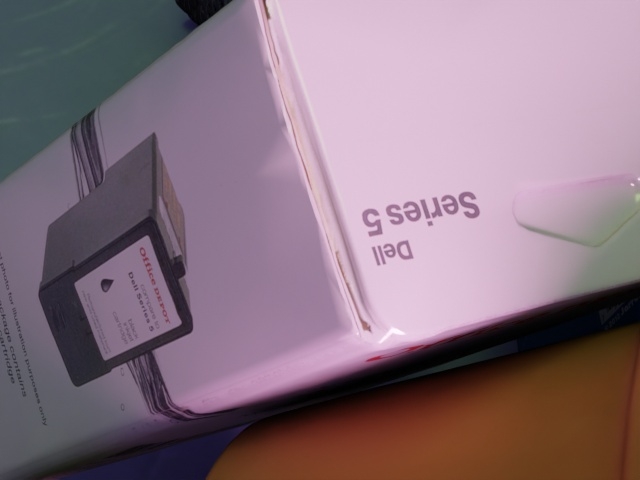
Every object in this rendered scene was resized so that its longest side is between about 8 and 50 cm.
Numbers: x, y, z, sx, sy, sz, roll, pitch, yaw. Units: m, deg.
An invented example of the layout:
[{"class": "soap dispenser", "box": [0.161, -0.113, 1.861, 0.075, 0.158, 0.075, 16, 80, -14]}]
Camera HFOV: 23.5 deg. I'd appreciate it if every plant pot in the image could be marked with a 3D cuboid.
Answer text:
[{"class": "plant pot", "box": [0.074, 0.158, 0.502, 0.204, 0.291, 0.290, -3, 47, 18]}]

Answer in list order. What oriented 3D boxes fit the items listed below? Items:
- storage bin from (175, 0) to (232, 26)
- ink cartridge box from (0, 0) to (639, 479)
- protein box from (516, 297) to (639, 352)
[{"class": "storage bin", "box": [0.011, -0.182, 0.877, 0.180, 0.122, 0.084, -27, 55, -23]}, {"class": "ink cartridge box", "box": [0.000, 0.000, 0.583, 0.198, 0.273, 0.114, -11, 81, -37]}, {"class": "protein box", "box": [0.187, -0.024, 0.672, 0.136, 0.200, 0.201, 16, 46, -20]}]
